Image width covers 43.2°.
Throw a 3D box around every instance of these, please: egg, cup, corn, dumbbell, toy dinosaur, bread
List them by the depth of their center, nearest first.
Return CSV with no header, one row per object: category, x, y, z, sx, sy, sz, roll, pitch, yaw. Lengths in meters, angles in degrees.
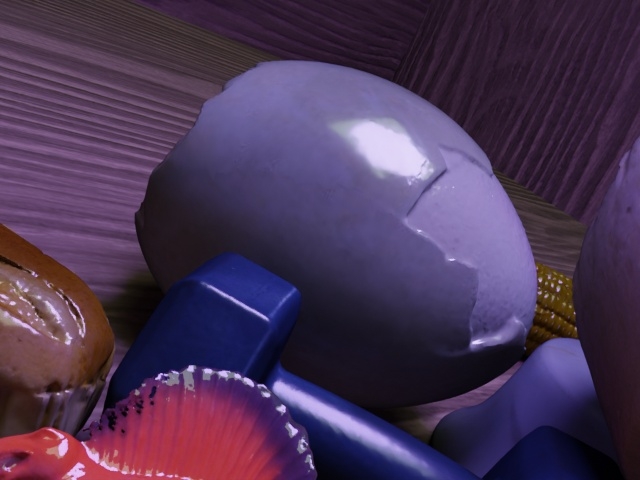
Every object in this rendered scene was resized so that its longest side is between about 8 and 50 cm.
toy dinosaur,-0.030,0.149,0.416,0.286,0.070,0.138,27,53,-8
bread,-0.234,0.037,0.490,0.236,0.106,0.140,30,15,6
dumbbell,0.029,0.141,0.514,0.325,0.159,0.144,29,-14,2
egg,0.025,0.002,0.694,0.336,0.278,0.278,30,17,4
cup,0.286,0.200,0.703,0.347,0.163,0.347,24,18,-8
corn,0.278,0.088,1.092,0.345,0.131,0.131,24,17,-11

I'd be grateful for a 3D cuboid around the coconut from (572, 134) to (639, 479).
coconut,0.304,0.057,0.474,0.329,0.328,0.329,25,17,-8
